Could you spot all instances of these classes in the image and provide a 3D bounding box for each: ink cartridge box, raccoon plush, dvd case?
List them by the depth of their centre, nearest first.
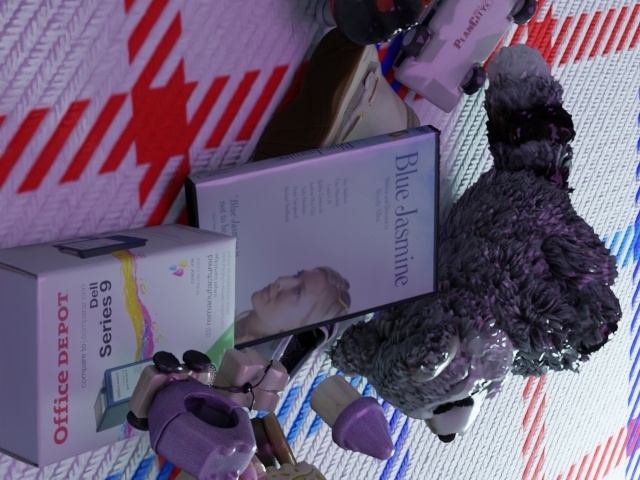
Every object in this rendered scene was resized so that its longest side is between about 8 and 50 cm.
[{"bbox_3d":[-0.172,0.077,0.979,0.212,0.093,0.154,-10,106,-48],"label":"ink cartridge box"},{"bbox_3d":[0.000,0.000,1.127,0.253,0.022,0.180,-14,118,-22],"label":"dvd case"},{"bbox_3d":[0.140,-0.004,1.346,0.299,0.216,0.446,2,68,-38],"label":"raccoon plush"}]

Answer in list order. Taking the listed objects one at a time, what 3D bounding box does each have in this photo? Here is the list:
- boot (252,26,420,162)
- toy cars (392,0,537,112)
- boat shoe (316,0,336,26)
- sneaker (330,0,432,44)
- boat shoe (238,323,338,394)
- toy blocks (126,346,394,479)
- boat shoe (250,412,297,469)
[{"bbox_3d":[0.023,-0.086,1.203,0.165,0.077,0.213,50,59,-47],"label":"boot"},{"bbox_3d":[0.142,-0.338,1.278,0.176,0.087,0.394,-10,112,-13],"label":"toy cars"},{"bbox_3d":[0.036,-0.237,1.213,0.100,0.035,0.035,-25,117,-46],"label":"boat shoe"},{"bbox_3d":[0.117,-0.297,1.163,0.276,0.135,0.098,-28,135,-4],"label":"sneaker"},{"bbox_3d":[-0.016,0.086,1.199,0.184,0.063,0.066,-42,128,-38],"label":"boat shoe"},{"bbox_3d":[-0.024,0.284,0.978,0.288,0.260,0.309,2,121,-46],"label":"toy blocks"},{"bbox_3d":[-0.045,0.258,1.207,0.073,0.073,0.207,-25,121,-3],"label":"boat shoe"}]
